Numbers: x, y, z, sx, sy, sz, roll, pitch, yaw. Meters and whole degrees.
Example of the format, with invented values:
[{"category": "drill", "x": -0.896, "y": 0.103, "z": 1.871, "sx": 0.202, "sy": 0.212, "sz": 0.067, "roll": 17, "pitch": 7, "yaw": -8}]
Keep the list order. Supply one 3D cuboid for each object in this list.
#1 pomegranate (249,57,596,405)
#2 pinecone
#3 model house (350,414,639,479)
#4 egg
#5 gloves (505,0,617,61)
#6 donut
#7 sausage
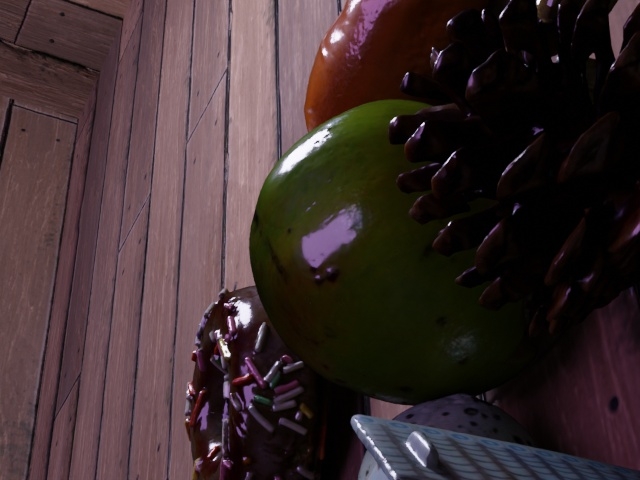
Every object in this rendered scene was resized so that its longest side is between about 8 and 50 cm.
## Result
[{"category": "pomegranate", "x": 0.088, "y": -0.019, "z": 0.886, "sx": 0.302, "sy": 0.236, "sz": 0.236, "roll": -46, "pitch": 32, "yaw": 31}, {"category": "pinecone", "x": 0.134, "y": -0.051, "z": 0.696, "sx": 0.208, "sy": 0.208, "sz": 0.208, "roll": -164, "pitch": 90, "yaw": -70}, {"category": "model house", "x": 0.101, "y": 0.216, "z": 0.648, "sx": 0.198, "sy": 0.224, "sz": 0.215, "roll": -96, "pitch": 26, "yaw": -51}, {"category": "egg", "x": 0.086, "y": 0.164, "z": 0.818, "sx": 0.164, "sy": 0.131, "sz": 0.131, "roll": 45, "pitch": -124, "yaw": -73}, {"category": "gloves", "x": 0.183, "y": -0.248, "z": 0.845, "sx": 0.141, "sy": 0.154, "sz": 0.331, "roll": -12, "pitch": 40, "yaw": 24}, {"category": "donut", "x": -0.069, "y": 0.169, "z": 1.258, "sx": 0.270, "sy": 0.103, "sz": 0.269, "roll": -175, "pitch": 90, "yaw": -74}, {"category": "sausage", "x": 0.068, "y": -0.177, "z": 1.166, "sx": 0.133, "sy": 0.133, "sz": 0.258, "roll": -103, "pitch": 35, "yaw": -54}]
